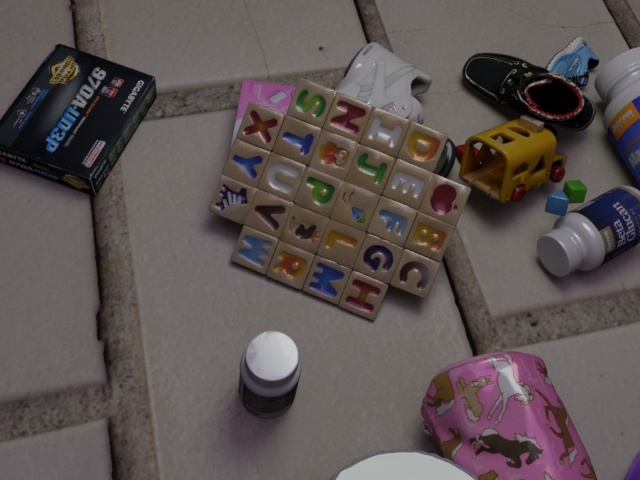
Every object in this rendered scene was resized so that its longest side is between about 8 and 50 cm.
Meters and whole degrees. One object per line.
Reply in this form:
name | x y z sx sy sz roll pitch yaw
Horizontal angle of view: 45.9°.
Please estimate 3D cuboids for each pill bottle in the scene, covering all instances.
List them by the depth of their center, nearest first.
pill bottle | -0.065 0.170 0.962 0.078 0.137 0.078 3 61 -5
pill bottle | 0.416 -0.011 1.148 0.169 0.094 0.094 -26 67 -19
pill bottle | 0.558 -0.178 1.227 0.152 0.152 0.272 -13 63 -14

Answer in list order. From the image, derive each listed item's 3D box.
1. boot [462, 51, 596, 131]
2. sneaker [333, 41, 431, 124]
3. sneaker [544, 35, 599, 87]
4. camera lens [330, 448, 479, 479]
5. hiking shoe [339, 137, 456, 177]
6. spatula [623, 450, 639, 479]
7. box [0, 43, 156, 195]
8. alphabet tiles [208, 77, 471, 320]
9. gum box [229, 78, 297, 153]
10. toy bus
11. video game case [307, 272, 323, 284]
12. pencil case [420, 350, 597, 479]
boot | 0.327 -0.251 1.217 0.236 0.178 0.085 29 104 17
sneaker | 0.076 -0.194 1.198 0.152 0.114 0.305 27 61 10
sneaker | 0.439 -0.297 1.333 0.073 0.063 0.162 43 66 11
camera lens | 0.078 0.370 0.773 0.219 0.274 0.219 1 45 -1
hiking shoe | 0.124 -0.113 1.159 0.227 0.114 0.086 -28 69 -20
spatula | 0.380 0.393 0.951 0.084 0.030 0.296 31 63 25
box | -0.382 -0.192 1.178 0.175 0.051 0.220 20 60 5
alphabet tiles | 0.025 -0.059 1.083 0.342 0.011 0.285 22 94 4
gum box | -0.082 -0.166 1.193 0.107 0.062 0.188 7 60 -3
toy bus | 0.314 -0.139 1.171 0.191 0.104 0.202 5 36 3
video game case | 0.000 0.000 1.139 0.087 0.011 0.122 -19 64 -17
pencil case | 0.247 0.329 0.888 0.160 0.167 0.386 5 52 -31
